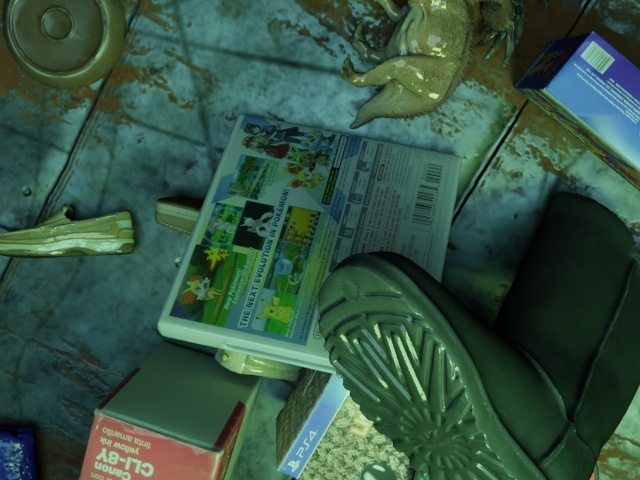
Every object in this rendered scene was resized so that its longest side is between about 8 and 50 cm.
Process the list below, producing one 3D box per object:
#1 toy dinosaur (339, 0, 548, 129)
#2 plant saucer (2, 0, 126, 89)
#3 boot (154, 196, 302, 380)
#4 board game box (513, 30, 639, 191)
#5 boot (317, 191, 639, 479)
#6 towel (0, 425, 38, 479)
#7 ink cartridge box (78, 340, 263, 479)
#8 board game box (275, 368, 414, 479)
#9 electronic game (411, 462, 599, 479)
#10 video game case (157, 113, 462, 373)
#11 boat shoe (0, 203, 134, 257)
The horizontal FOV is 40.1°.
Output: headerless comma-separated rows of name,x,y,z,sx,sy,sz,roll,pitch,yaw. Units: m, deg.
toy dinosaur,0.145,-0.238,1.072,0.200,0.127,0.296,25,108,-7
plant saucer,-0.340,-0.283,1.148,0.168,0.029,0.169,1,100,5
boot,-0.117,0.065,1.160,0.262,0.095,0.203,19,103,-9
board game box,0.396,-0.097,1.016,0.347,0.233,0.078,39,101,-3
boot,0.223,0.066,0.963,0.146,0.445,0.367,-19,109,46
towel,-0.521,0.414,1.279,0.227,0.076,0.308,1,101,-3
ink cartridge box,-0.218,0.363,1.132,0.160,0.279,0.385,17,102,2
board game box,0.122,0.227,1.127,0.291,0.141,0.232,27,102,-10
electronic game,0.222,0.298,1.053,0.229,0.048,0.229,-1,105,-3
video game case,0.000,0.000,1.049,0.299,0.329,0.036,12,146,6
boat shoe,-0.347,-0.014,1.188,0.190,0.068,0.072,-2,89,-5
